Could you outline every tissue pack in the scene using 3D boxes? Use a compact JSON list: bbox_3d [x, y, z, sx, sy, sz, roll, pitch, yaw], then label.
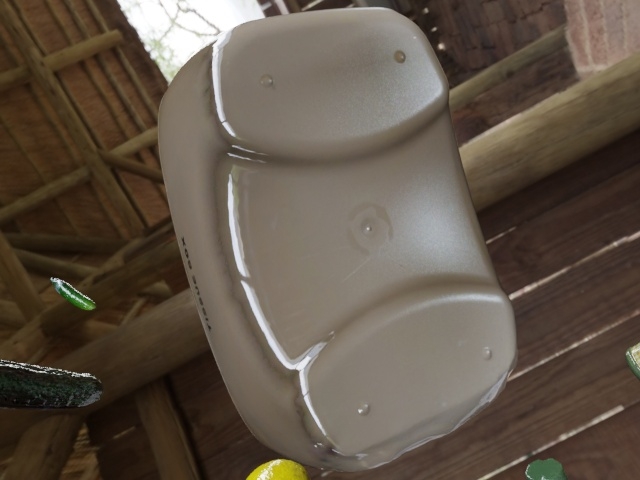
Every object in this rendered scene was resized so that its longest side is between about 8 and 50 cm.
[{"bbox_3d":[0.000,0.000,0.578,0.277,0.267,0.388,-11,96,70],"label":"tissue pack"}]

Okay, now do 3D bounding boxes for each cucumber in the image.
[{"bbox_3d":[-0.459,0.243,0.963,0.241,0.074,0.075,30,-152,-54],"label":"cucumber"},{"bbox_3d":[-0.666,0.144,1.564,0.155,0.037,0.037,32,178,9],"label":"cucumber"}]

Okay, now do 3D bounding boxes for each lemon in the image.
[{"bbox_3d":[-0.069,0.397,0.899,0.109,0.133,0.109,46,147,43],"label":"lemon"}]

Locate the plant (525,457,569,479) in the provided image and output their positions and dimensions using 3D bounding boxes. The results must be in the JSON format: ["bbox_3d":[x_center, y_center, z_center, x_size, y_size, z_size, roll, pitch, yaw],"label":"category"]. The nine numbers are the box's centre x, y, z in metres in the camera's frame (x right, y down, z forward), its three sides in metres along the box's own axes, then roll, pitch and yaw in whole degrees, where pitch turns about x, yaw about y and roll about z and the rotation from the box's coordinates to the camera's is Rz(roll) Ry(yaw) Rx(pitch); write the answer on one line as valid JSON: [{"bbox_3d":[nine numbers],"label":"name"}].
[{"bbox_3d":[0.261,0.294,0.643,0.051,0.051,0.102,-97,-17,-82],"label":"plant"}]

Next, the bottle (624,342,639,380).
[{"bbox_3d":[0.803,0.211,1.266,0.156,0.271,0.143,-4,-131,-49],"label":"bottle"}]
